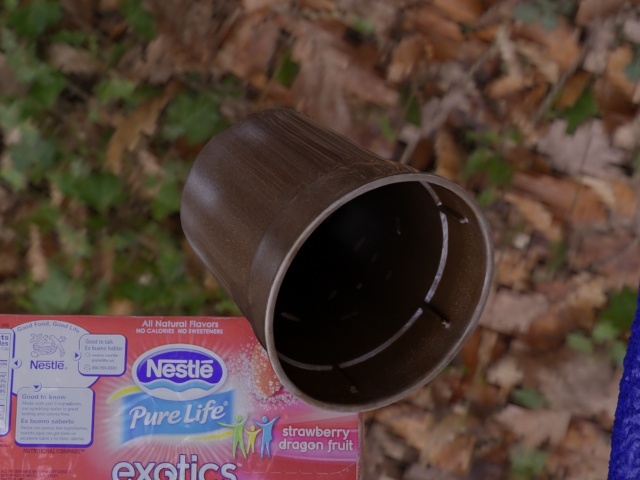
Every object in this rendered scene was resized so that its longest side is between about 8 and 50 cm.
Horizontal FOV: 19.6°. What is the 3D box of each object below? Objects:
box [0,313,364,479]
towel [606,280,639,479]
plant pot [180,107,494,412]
[{"bbox_3d":[-0.118,0.136,1.327,0.300,0.154,0.142,0,168,1],"label":"box"},{"bbox_3d":[0.263,0.173,0.993,0.227,0.076,0.308,8,88,7],"label":"towel"},{"bbox_3d":[0.000,0.000,1.205,0.165,0.167,0.167,41,154,50],"label":"plant pot"}]
